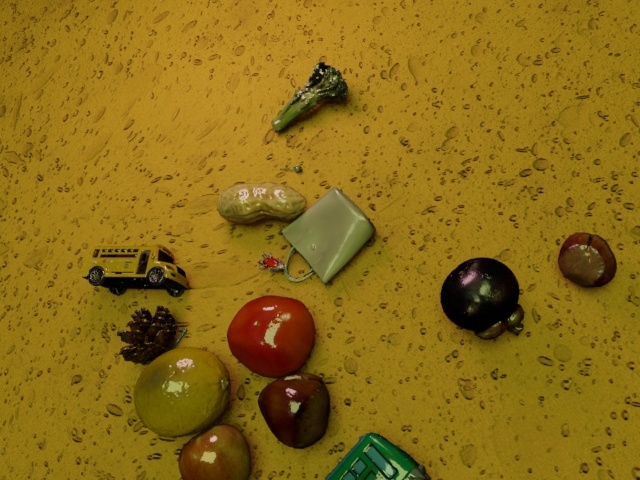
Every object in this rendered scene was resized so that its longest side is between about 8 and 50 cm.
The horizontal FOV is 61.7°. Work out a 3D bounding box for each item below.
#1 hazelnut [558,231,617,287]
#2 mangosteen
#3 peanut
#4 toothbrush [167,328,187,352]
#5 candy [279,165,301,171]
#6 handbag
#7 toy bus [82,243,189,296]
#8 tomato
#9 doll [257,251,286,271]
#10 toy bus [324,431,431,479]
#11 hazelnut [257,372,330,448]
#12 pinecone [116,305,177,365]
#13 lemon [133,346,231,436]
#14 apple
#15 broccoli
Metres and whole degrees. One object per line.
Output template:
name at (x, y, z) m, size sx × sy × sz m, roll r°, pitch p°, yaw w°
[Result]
hazelnut at (0.718, 0.052, 1.440) m, size 0.143 × 0.143 × 0.154 m, roll -40°, pitch 72°, yaw -3°
mangosteen at (0.447, 0.168, 1.436) m, size 0.211 × 0.211 × 0.250 m, roll -44°, pitch 96°, yaw -5°
peanut at (-0.192, -0.120, 1.741) m, size 0.306 × 0.147 × 0.147 m, roll -3°, pitch 68°, yaw 11°
toothbrush at (-0.477, 0.349, 1.694) m, size 0.011 × 0.014 × 0.167 m, roll 33°, pitch 80°, yaw 19°
candy at (-0.102, -0.246, 1.833) m, size 0.083 × 0.023 × 0.025 m, roll 3°, pitch 78°, yaw 27°
handbag at (0.000, 0.000, 1.662) m, size 0.315 × 0.109 × 0.241 m, roll -42°, pitch 64°, yaw 0°
toy bus at (-0.594, 0.094, 1.756) m, size 0.331 × 0.145 × 0.151 m, roll -1°, pitch 67°, yaw 15°
tomato at (-0.144, 0.268, 1.550) m, size 0.260 × 0.180 × 0.259 m, roll -6°, pitch 65°, yaw 12°
doll at (-0.151, 0.076, 1.704) m, size 0.114 × 0.039 × 0.057 m, roll 21°, pitch 42°, yaw 35°
toy bus at (0.098, 0.648, 1.330) m, size 0.199 × 0.183 × 0.343 m, roll 39°, pitch 82°, yaw 28°
hazelnut at (-0.077, 0.454, 1.454) m, size 0.208 × 0.208 × 0.208 m, roll -5°, pitch 68°, yaw 13°
pinecone at (-0.528, 0.288, 1.644) m, size 0.150 × 0.179 × 0.195 m, roll 31°, pitch 60°, yaw 4°
lemon at (-0.387, 0.427, 1.515) m, size 0.267 × 0.267 × 0.267 m, roll -5°, pitch 68°, yaw 13°
apple at (-0.280, 0.598, 1.450) m, size 0.196 × 0.196 × 0.195 m, roll -5°, pitch 68°, yaw 13°
broccoli at (-0.048, -0.480, 1.857) m, size 0.304 × 0.165 × 0.145 m, roll -35°, pitch 95°, yaw 14°
